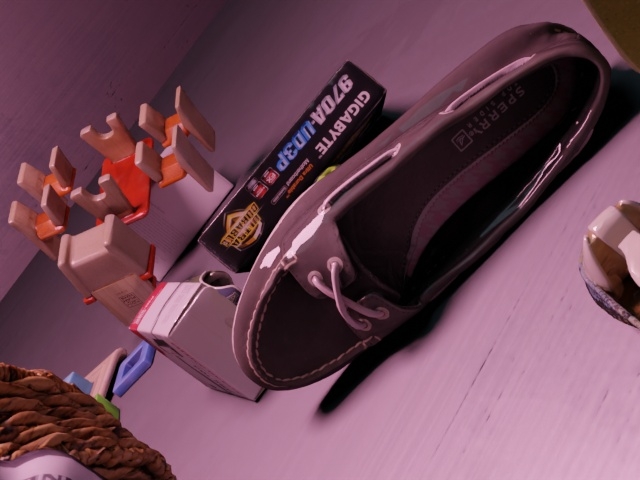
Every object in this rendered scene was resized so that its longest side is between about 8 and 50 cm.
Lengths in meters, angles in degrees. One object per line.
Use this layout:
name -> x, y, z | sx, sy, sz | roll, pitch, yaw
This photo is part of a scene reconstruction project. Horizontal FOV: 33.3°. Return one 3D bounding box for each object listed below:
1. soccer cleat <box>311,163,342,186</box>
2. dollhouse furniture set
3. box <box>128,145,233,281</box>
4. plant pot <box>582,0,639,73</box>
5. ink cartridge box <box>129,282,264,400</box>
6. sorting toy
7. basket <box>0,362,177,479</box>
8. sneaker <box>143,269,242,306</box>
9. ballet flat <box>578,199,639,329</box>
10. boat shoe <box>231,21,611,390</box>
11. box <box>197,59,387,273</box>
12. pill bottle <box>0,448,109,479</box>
soccer cleat -> 0.000, 0.000, 0.939 | 0.072, 0.060, 0.179 | -47, 17, 40
dollhouse furniture set -> -0.256, -0.034, 1.382 | 0.262, 0.135, 0.259 | -23, 44, 19
box -> -0.219, -0.043, 1.514 | 0.170, 0.091, 0.130 | -52, 17, -4
plant pot -> 0.260, -0.266, 0.545 | 0.293, 0.275, 0.275 | -21, 31, 30
ink cartridge box -> -0.101, 0.086, 0.941 | 0.056, 0.099, 0.135 | -56, 17, -15
sorting toy -> -0.325, 0.229, 1.300 | 0.347, 0.047, 0.196 | -40, 20, 32
basket -> -0.249, 0.171, 0.721 | 0.213, 0.223, 0.299 | -55, -23, -9
sneaker -> -0.123, 0.069, 1.108 | 0.086, 0.064, 0.192 | -46, 17, -8
ballet flat -> 0.159, 0.011, 0.503 | 0.070, 0.070, 0.188 | -49, 17, 5
boat shoe -> 0.062, -0.019, 0.733 | 0.335, 0.112, 0.095 | -46, 13, 4
box -> -0.024, -0.066, 1.055 | 0.220, 0.051, 0.175 | -51, -2, 0
pill bottle -> -0.112, 0.188, 0.515 | 0.130, 0.245, 0.130 | -44, 19, 19
